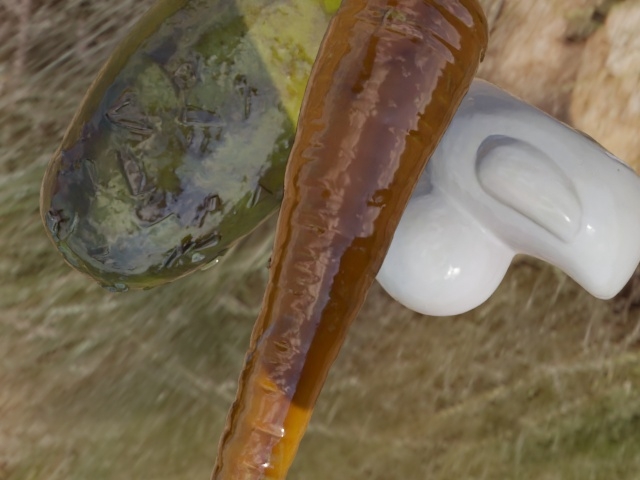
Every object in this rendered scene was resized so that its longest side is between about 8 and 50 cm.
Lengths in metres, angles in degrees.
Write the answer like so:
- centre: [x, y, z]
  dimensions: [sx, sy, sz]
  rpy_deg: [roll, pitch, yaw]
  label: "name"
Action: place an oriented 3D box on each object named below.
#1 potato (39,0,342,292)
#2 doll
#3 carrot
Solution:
- centre: [-0.086, -0.090, 1.369]
  dimensions: [0.298, 0.141, 0.176]
  rpy_deg: [-50, 135, 3]
  label: "potato"
- centre: [0.151, -0.017, 1.587]
  dimensions: [0.251, 0.221, 0.221]
  rpy_deg: [29, 115, 8]
  label: "doll"
- centre: [0.000, 0.000, 0.691]
  dimensions: [0.061, 0.061, 0.257]
  rpy_deg: [22, 82, 6]
  label: "carrot"
